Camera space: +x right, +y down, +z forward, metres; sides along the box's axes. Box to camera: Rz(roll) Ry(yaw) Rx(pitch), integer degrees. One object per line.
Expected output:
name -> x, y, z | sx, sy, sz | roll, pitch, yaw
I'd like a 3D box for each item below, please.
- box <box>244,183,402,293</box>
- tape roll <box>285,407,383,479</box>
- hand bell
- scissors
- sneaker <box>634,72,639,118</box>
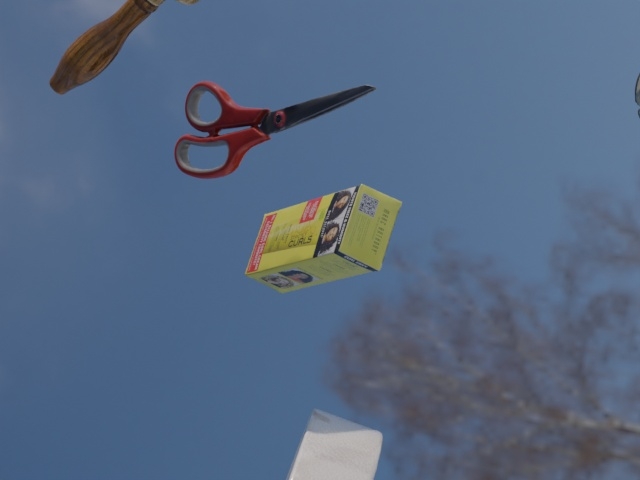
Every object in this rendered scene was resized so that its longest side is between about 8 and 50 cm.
box -> 0.000, 0.000, 2.044 | 0.058, 0.232, 0.087 | 26, -108, -22
tape roll -> -0.041, 0.340, 1.602 | 0.392, 0.072, 0.392 | 20, -90, -90
hand bell -> -0.166, -0.218, 1.686 | 0.126, 0.242, 0.126 | 39, -153, -24
scissors -> -0.052, -0.116, 1.945 | 0.021, 0.297, 0.109 | 7, -92, -47
sneaker -> 0.394, -0.192, 1.547 | 0.110, 0.122, 0.283 | 30, -89, -37
